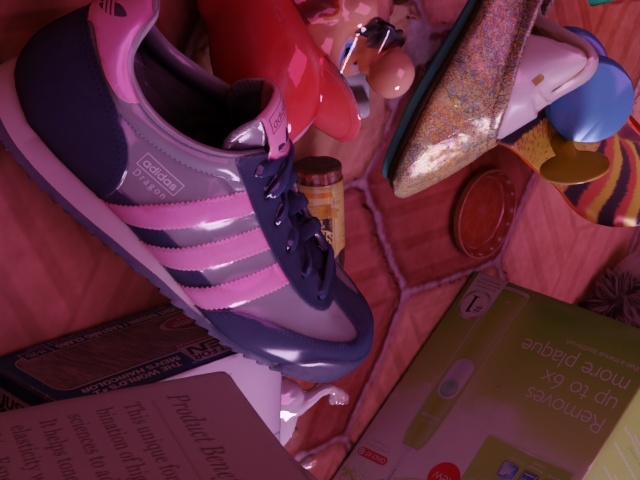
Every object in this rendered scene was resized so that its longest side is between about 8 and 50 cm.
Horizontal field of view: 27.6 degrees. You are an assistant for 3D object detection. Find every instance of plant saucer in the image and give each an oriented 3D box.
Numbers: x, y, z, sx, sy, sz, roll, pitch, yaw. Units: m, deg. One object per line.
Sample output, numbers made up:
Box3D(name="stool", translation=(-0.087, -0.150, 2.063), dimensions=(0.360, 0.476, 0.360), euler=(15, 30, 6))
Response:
Box3D(name="plant saucer", translation=(0.146, -0.025, 1.172), dimensions=(0.083, 0.013, 0.083), euler=(-21, 120, -41))

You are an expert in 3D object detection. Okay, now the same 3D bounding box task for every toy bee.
Box3D(name="toy bee", translation=(0.167, -0.115, 1.071), dimensions=(0.162, 0.195, 0.298), euler=(-33, 93, 12))

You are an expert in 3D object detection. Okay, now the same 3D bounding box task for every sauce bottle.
Box3D(name="sauce bottle", translation=(0.000, 0.000, 1.004), dimensions=(0.042, 0.042, 0.128), euler=(-24, 120, -39))

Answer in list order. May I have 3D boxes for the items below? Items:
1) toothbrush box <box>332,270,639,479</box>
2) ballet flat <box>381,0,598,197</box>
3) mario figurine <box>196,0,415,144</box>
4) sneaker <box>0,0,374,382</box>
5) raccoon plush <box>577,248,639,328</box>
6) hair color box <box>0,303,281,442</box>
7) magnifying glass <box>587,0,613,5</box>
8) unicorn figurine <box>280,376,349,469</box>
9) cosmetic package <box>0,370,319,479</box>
Box3D(name="toothbrush box", translation=(0.159, 0.192, 1.126), dimensions=(0.283, 0.206, 0.122), euler=(-54, 137, -16))
Box3D(name="ballet flat", translation=(0.157, -0.174, 0.900), dimensions=(0.123, 0.123, 0.348), euler=(17, 98, -49))
Box3D(name="mario figurine", translation=(0.054, -0.181, 0.899), dimensions=(0.320, 0.170, 0.198), euler=(-55, 138, -18))
Box3D(name="sneaker", translation=(-0.048, -0.026, 0.809), dimensions=(0.319, 0.131, 0.112), euler=(40, 31, -32))
Box3D(name="raccoon plush", translation=(0.314, 0.269, 1.339), dimensions=(0.446, 0.216, 0.299), euler=(-49, 143, -22))
Box3D(name="hair color box", translation=(-0.125, 0.232, 0.915), dimensions=(0.174, 0.105, 0.347), euler=(-17, 117, -42))
Box3D(name="magnifying glass", translation=(0.201, -0.292, 1.030), dimensions=(0.092, 0.026, 0.231), euler=(34, 48, -61))
Box3D(name="unicorn figurine", translation=(-0.035, 0.132, 1.005), dimensions=(0.111, 0.060, 0.162), euler=(1, 104, -48))
Box3D(name="cosmetic package", translation=(-0.170, 0.303, 0.642), dimensions=(0.394, 0.329, 0.327), euler=(-9, 112, -20))
